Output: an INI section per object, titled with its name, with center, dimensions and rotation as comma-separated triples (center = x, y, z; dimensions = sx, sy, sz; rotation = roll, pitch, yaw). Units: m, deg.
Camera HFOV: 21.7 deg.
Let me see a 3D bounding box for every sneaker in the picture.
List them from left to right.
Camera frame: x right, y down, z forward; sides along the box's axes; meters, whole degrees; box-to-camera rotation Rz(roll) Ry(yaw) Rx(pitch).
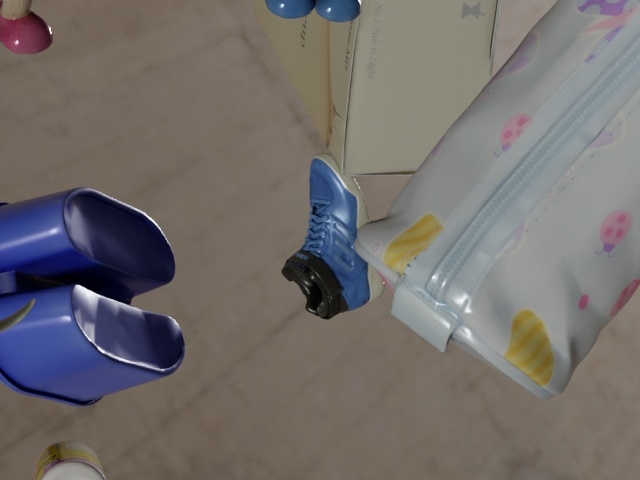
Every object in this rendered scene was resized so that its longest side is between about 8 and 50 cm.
[sneaker]
center = 0.001, 0.000, 1.551
dimensions = 0.085, 0.058, 0.152
rotation = -26, -68, -26

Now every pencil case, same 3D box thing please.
[pencil case]
center = 0.135, -0.063, 0.696
dimensions = 0.113, 0.273, 0.124
rotation = 39, -174, 2

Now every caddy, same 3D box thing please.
[caddy]
center = -0.313, 0.074, 2.054
dimensions = 0.341, 0.179, 0.241
rotation = 28, -129, -62

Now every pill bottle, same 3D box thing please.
[pill bottle]
center = -0.155, 0.149, 1.031
dimensions = 0.043, 0.043, 0.083
rotation = 53, 173, -12

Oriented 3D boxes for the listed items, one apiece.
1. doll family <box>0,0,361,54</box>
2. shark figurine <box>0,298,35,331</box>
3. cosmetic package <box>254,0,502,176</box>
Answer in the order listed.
[doll family]
center = -0.076, -0.185, 0.746
dimensions = 0.263, 0.163, 0.118
rotation = -11, -124, -25
[shark figurine]
center = -0.368, -0.003, 1.501
dimensions = 0.116, 0.166, 0.278
rotation = 17, -132, -47
[cosmetic package]
center = 0.036, -0.192, 1.343
dimensions = 0.113, 0.160, 0.309
rotation = -2, -150, -14
